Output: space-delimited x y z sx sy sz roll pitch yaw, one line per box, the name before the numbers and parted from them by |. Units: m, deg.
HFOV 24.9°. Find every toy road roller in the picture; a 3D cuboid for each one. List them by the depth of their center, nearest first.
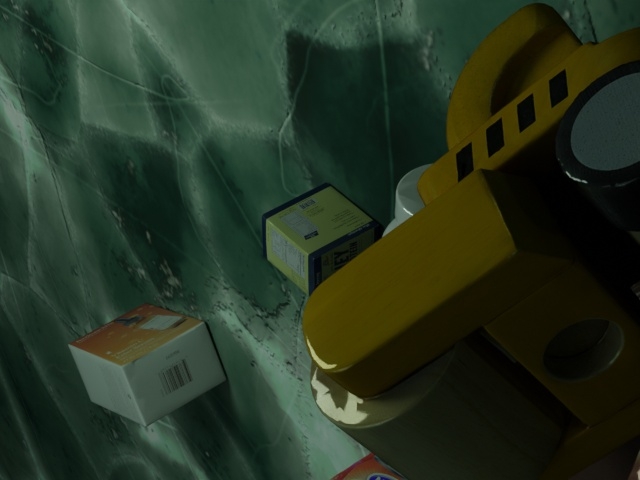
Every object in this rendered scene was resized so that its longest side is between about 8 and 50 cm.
toy road roller | 0.143 -0.005 0.956 0.202 0.329 0.240 42 -163 -37

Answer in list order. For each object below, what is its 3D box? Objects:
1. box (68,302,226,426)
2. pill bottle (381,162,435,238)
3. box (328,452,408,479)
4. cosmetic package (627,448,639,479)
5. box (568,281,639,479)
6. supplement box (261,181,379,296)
box | -0.229 0.159 1.896 0.170 0.130 0.091 11 125 55
pill bottle | 0.106 0.031 1.241 0.112 0.112 0.186 37 143 38
box | 0.046 0.398 1.633 0.142 0.154 0.300 41 145 31
cosmetic package | 0.287 0.080 0.782 0.129 0.296 0.153 27 172 -37
box | 0.274 0.152 1.046 0.381 0.143 0.191 15 127 52
supplement box | 0.000 0.000 1.419 0.083 0.083 0.056 40 146 36
